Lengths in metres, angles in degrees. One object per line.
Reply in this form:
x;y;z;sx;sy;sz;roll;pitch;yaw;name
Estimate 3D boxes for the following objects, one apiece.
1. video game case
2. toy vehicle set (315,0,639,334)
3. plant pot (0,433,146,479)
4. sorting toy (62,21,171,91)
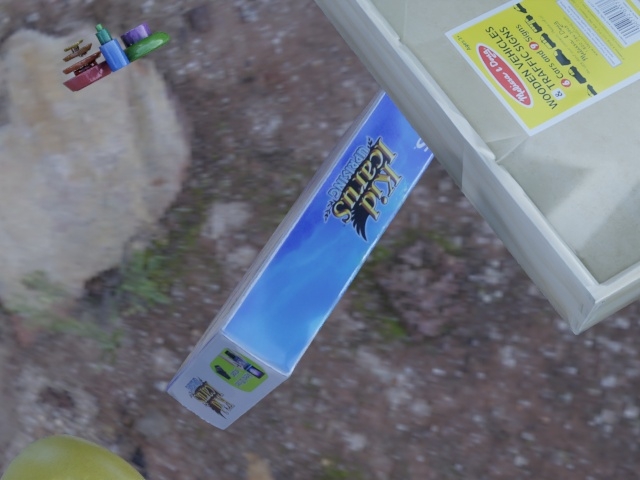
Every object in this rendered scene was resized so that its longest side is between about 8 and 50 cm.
0.000;0.000;1.322;0.061;0.244;0.269;35;71;-3;video game case
0.124;-0.095;0.971;0.166;0.035;0.267;-27;68;-24;toy vehicle set
-0.183;0.226;1.450;0.134;0.095;0.134;2;88;-47;plant pot
-0.182;-0.168;1.554;0.102;0.061;0.042;-29;98;-5;sorting toy
